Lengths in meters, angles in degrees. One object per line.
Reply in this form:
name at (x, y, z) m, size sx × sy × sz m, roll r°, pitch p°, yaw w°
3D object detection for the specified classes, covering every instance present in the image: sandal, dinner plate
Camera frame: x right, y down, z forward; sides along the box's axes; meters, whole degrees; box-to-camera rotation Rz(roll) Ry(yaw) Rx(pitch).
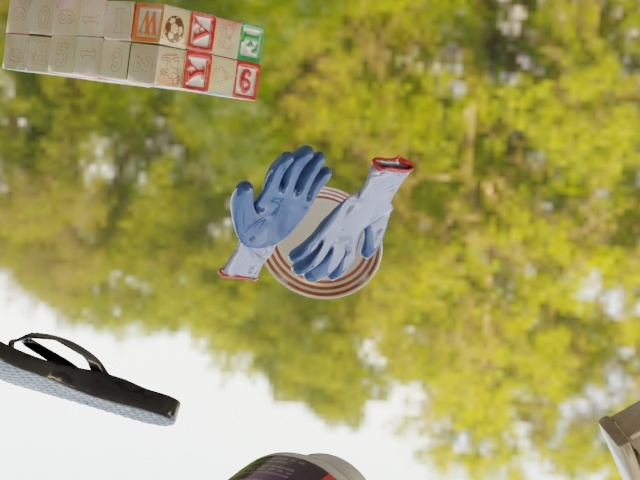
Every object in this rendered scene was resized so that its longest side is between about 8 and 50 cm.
sandal at (-0.275, 0.146, 1.991) m, size 0.254 × 0.054 × 0.097 m, roll 22°, pitch 161°, yaw -26°
dinner plate at (0.000, 0.000, 1.984) m, size 0.141 × 0.141 × 0.017 m, roll 4°, pitch -152°, yaw 8°

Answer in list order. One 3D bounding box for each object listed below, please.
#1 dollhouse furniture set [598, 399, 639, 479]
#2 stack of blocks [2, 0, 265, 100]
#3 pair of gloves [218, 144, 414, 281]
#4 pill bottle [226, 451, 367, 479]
dollhouse furniture set at (0.570, 0.327, 2.268) m, size 0.256 × 0.362 × 0.394 m, roll -30°, pitch -147°, yaw -3°
stack of blocks at (-0.233, -0.225, 2.057) m, size 0.297 × 0.087 × 0.171 m, roll 10°, pitch -176°, yaw 39°
pair of gloves at (-0.010, -0.022, 1.649) m, size 0.198 × 0.159 × 0.023 m, roll 5°, pitch -142°, yaw -40°
pill bottle at (-0.061, 0.334, 1.865) m, size 0.181 × 0.181 × 0.323 m, roll 8°, pitch -162°, yaw 25°
